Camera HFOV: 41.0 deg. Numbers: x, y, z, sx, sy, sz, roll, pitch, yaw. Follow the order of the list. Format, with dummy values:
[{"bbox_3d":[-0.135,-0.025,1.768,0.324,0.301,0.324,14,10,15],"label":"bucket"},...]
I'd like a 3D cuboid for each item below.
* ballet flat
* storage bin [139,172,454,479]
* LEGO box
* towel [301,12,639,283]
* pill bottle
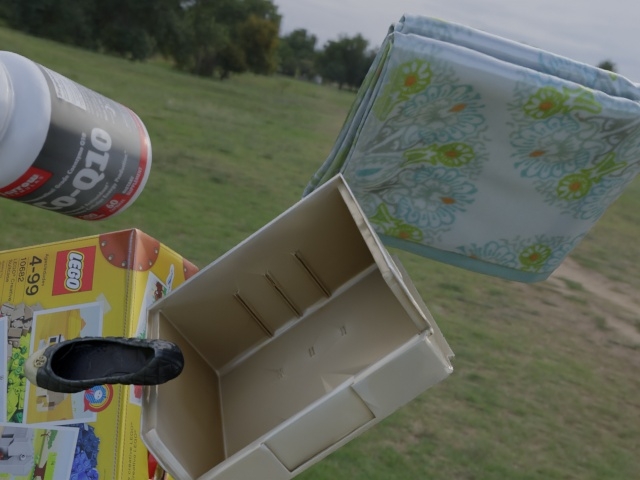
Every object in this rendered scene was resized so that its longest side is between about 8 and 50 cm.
[{"bbox_3d":[-0.209,0.110,0.806,0.173,0.057,0.049,-7,-31,20],"label":"ballet flat"},{"bbox_3d":[-0.033,0.095,0.835,0.123,0.262,0.260,53,6,-24],"label":"storage bin"},{"bbox_3d":[-0.385,0.270,1.214,0.372,0.500,0.193,-9,-23,19],"label":"LEGO box"},{"bbox_3d":[0.196,-0.094,1.051,0.374,0.320,0.090,13,50,-14],"label":"towel"},{"bbox_3d":[-0.342,-0.124,1.006,0.161,0.161,0.283,17,-1,26],"label":"pill bottle"}]
